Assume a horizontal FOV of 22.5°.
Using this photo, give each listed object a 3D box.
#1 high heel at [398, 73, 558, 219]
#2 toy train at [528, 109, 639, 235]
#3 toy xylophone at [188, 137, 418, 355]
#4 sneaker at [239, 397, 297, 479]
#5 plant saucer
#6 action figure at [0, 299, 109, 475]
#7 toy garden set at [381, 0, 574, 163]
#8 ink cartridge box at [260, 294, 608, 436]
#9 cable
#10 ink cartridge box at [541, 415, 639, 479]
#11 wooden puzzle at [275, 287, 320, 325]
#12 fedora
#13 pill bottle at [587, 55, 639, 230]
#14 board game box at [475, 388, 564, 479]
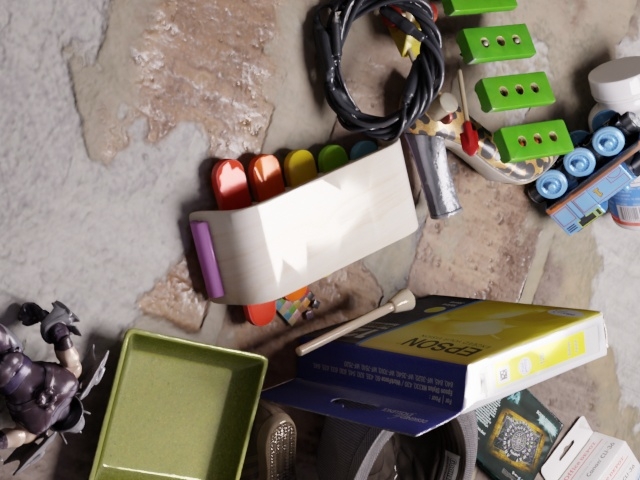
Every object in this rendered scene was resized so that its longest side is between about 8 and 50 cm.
[{"bbox_3d":[0.214,-0.157,2.064,0.261,0.093,0.186,-27,107,-34],"label":"high heel"},{"bbox_3d":[0.366,-0.094,2.150,0.105,0.184,0.080,44,27,-16],"label":"toy train"},{"bbox_3d":[0.000,0.000,1.917,0.322,0.081,0.236,-16,105,-36],"label":"toy xylophone"},{"bbox_3d":[-0.070,0.268,1.929,0.066,0.071,0.188,-14,129,-35],"label":"sneaker"},{"bbox_3d":[-0.169,0.204,1.833,0.188,0.045,0.188,15,88,-32],"label":"plant saucer"},{"bbox_3d":[-0.335,0.125,1.669,0.285,0.099,0.185,46,62,-38],"label":"action figure"},{"bbox_3d":[0.186,-0.203,2.000,0.203,0.049,0.244,-10,75,-35],"label":"toy garden set"},{"bbox_3d":[0.123,0.135,1.900,0.307,0.303,0.072,-14,102,-37],"label":"ink cartridge box"},{"bbox_3d":[0.074,-0.210,1.919,0.150,0.047,0.185,-14,91,-1],"label":"cable"},{"bbox_3d":[0.408,0.359,2.320,0.115,0.067,0.198,-49,124,-21],"label":"ink cartridge box"},{"bbox_3d":[-0.035,0.070,1.952,0.049,0.006,0.083,-52,125,-19],"label":"wooden puzzle"},{"bbox_3d":[0.079,0.269,1.992,0.244,0.124,0.275,-51,142,-16],"label":"fedora"},{"bbox_3d":[0.439,-0.136,2.221,0.124,0.124,0.222,-32,117,-31],"label":"pill bottle"},{"bbox_3d":[0.251,0.256,2.202,0.186,0.026,0.126,44,70,-35],"label":"board game box"}]
